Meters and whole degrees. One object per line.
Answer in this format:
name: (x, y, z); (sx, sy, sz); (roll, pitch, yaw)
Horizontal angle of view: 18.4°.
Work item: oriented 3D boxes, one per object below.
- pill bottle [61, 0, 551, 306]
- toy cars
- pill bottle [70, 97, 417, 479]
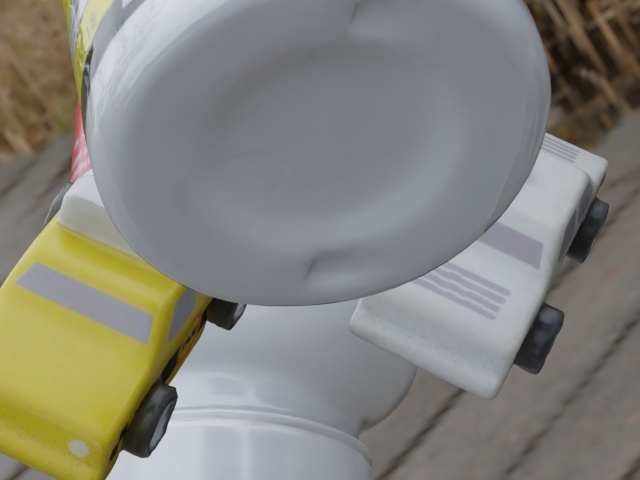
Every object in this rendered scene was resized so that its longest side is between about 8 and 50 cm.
pill bottle: (-0.018, -0.091, 0.562); (0.119, 0.119, 0.208); (-30, 43, 13)
toy cars: (0.000, 0.000, 0.936); (0.394, 0.087, 0.176); (-10, 49, -29)
pill bottle: (-0.048, -0.010, 1.256); (0.229, 0.229, 0.407); (-19, 59, 40)
